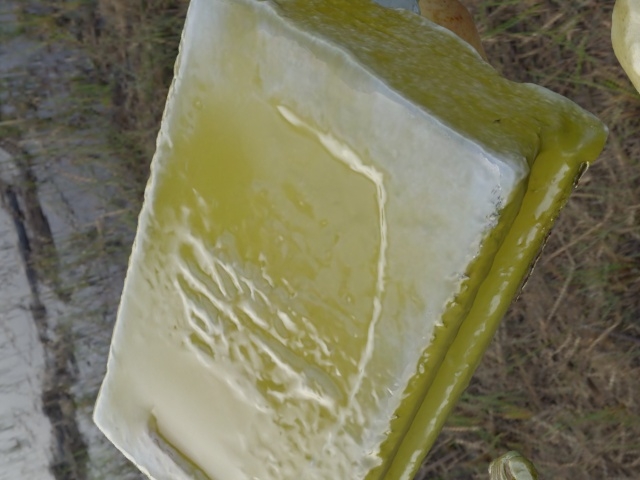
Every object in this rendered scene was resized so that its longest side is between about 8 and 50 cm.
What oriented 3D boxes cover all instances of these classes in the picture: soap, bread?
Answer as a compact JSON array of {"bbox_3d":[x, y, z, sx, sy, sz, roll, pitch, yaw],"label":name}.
[{"bbox_3d":[-0.011,0.032,0.490,0.199,0.091,0.314,35,127,20],"label":"soap"},{"bbox_3d":[0.169,0.210,0.793,0.049,0.034,0.088,59,173,14],"label":"bread"}]

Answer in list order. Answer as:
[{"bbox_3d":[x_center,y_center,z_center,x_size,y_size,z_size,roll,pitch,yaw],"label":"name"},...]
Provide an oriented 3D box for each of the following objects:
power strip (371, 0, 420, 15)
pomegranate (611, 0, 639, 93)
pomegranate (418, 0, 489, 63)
[{"bbox_3d":[-0.017,-0.283,0.968,0.268,0.034,0.092,23,115,6],"label":"power strip"},{"bbox_3d":[0.587,-0.314,1.287,0.333,0.333,0.332,19,117,42],"label":"pomegranate"},{"bbox_3d":[0.143,-0.297,1.584,0.338,0.338,0.338,19,117,42],"label":"pomegranate"}]
